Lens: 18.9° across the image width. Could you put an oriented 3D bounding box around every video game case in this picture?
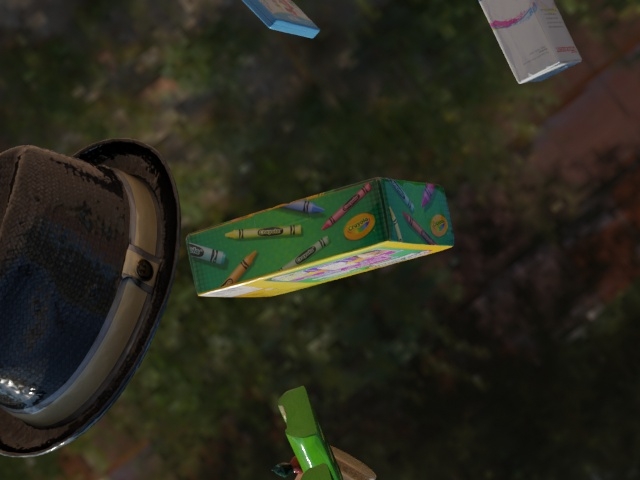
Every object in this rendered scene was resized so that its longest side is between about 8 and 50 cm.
[{"bbox_3d":[-0.080,-0.278,2.026,0.015,0.166,0.119,-47,165,15],"label":"video game case"}]

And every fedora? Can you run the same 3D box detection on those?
[{"bbox_3d":[-0.283,0.032,1.844,0.334,0.152,0.334,-28,-132,35],"label":"fedora"}]

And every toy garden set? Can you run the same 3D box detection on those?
[{"bbox_3d":[0.018,0.255,1.287,0.049,0.244,0.204,-19,136,2],"label":"toy garden set"}]

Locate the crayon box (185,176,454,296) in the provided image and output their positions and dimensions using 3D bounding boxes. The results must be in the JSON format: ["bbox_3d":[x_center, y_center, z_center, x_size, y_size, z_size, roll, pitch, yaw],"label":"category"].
[{"bbox_3d":[0.000,0.000,2.317,0.278,0.081,0.165,-16,170,29],"label":"crayon box"}]

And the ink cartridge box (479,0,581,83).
[{"bbox_3d":[0.208,-0.223,1.945,0.052,0.122,0.088,-28,175,24],"label":"ink cartridge box"}]

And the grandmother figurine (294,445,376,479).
[{"bbox_3d":[-0.061,0.357,1.796,0.342,0.104,0.208,-60,175,4],"label":"grandmother figurine"}]
